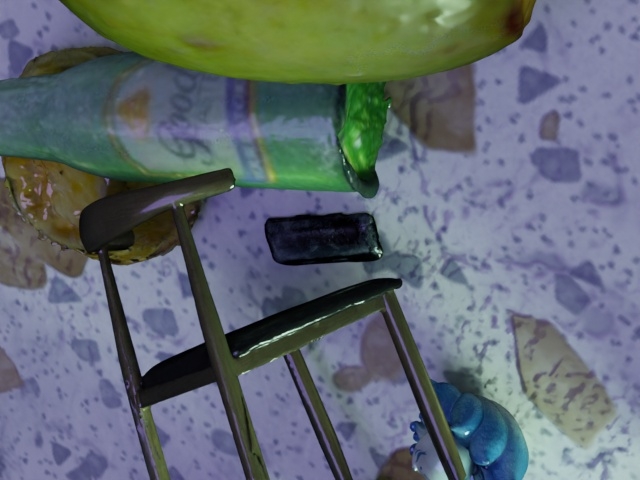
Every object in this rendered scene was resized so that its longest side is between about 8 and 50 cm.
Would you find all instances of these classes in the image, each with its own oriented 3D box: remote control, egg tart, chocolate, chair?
[{"bbox_3d":[0.000,0.000,1.227,0.096,0.014,0.039,-3,113,32],"label":"remote control"},{"bbox_3d":[-0.177,-0.055,1.274,0.191,0.074,0.191,16,125,25],"label":"egg tart"},{"bbox_3d":[-0.105,-0.084,1.148,0.291,0.110,0.110,1,116,18],"label":"chocolate"},{"bbox_3d":[-0.043,0.078,1.168,0.188,0.166,0.272,-24,88,59],"label":"chair"}]

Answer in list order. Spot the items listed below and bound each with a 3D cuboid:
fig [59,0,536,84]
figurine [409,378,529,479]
[{"bbox_3d":[-0.021,-0.205,0.980,0.326,0.258,0.258,28,128,0],"label":"fig"},{"bbox_3d":[0.107,0.151,1.188,0.114,0.079,0.114,159,90,-75],"label":"figurine"}]
